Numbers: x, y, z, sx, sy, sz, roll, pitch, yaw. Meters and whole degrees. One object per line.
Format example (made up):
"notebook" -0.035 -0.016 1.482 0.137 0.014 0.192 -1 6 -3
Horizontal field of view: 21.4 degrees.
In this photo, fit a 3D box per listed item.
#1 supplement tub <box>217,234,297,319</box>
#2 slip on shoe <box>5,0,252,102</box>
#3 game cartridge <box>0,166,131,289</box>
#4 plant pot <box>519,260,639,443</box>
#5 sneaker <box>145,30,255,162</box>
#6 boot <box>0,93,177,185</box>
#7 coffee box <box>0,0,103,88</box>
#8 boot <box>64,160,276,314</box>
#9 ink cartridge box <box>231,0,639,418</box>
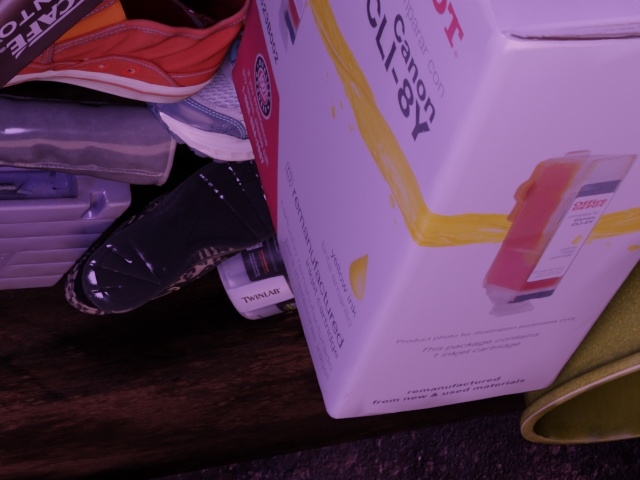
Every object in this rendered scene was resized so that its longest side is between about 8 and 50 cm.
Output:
"supplement tub" 0.000 0.000 1.657 0.190 0.117 0.117 -16 163 13
"slip on shoe" -0.172 -0.156 1.046 0.331 0.123 0.101 2 143 -48
"game cartridge" -0.369 -0.007 1.473 0.355 0.068 0.230 -3 165 -30
"plant pot" 0.281 -0.074 1.204 0.366 0.353 0.366 -11 164 -3
"sneaker" -0.008 -0.138 1.270 0.283 0.110 0.122 -7 150 -39
"boot" -0.207 -0.084 1.228 0.208 0.076 0.189 11 173 -8
"coffee box" -0.175 -0.195 0.775 0.168 0.119 0.297 -43 166 -9
"boot" -0.132 -0.006 1.585 0.236 0.085 0.178 -32 -176 -18
"ink cartridge box" 0.080 -0.111 0.960 0.160 0.279 0.385 -6 150 -17
